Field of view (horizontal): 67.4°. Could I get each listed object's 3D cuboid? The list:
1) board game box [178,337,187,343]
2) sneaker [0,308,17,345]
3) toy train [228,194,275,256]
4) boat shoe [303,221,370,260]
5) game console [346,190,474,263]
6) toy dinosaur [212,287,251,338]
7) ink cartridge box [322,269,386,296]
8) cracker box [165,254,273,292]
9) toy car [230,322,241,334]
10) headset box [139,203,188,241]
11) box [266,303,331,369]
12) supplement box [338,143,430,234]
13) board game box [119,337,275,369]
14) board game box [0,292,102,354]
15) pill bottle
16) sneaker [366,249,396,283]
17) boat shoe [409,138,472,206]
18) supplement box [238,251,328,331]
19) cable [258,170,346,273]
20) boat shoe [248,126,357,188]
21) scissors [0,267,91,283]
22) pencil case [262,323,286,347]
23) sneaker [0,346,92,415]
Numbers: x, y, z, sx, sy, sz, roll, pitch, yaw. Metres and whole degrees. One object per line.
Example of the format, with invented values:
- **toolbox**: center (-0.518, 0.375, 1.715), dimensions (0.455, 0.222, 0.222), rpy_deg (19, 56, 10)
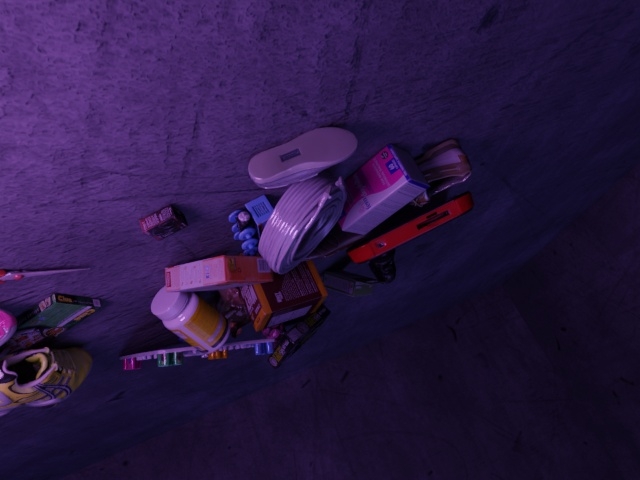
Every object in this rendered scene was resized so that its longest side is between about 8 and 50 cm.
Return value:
- **board game box**: center (-0.421, 0.334, 1.707), dimensions (0.133, 0.033, 0.168), rpy_deg (21, 142, -33)
- **sneaker**: center (-0.745, 0.216, 1.032), dimensions (0.252, 0.103, 0.111), rpy_deg (-23, 163, 11)
- **toy train**: center (-0.153, -0.028, 1.145), dimensions (0.105, 0.080, 0.184), rpy_deg (-27, 159, -14)
- **boat shoe**: center (0.000, 0.000, 1.315), dimensions (0.324, 0.123, 0.116), rpy_deg (-14, 160, -27)
- **game console**: center (0.257, -0.041, 1.469), dimensions (0.386, 0.060, 0.342), rpy_deg (-26, -177, 2)
- **toy dinosaur**: center (-0.256, 0.215, 1.526), dimensions (0.200, 0.127, 0.295), rpy_deg (-37, 162, 9)
- **ink cartridge box**: center (0.117, 0.157, 1.705), dimensions (0.209, 0.062, 0.108), rpy_deg (13, -172, 42)
- **cracker box**: center (-0.252, 0.084, 1.190), dimensions (0.232, 0.067, 0.155), rpy_deg (-13, 170, 37)
- **toy car**: center (-0.341, 0.319, 1.735), dimensions (0.121, 0.060, 0.040), rpy_deg (-7, 149, -38)
- **headset box**: center (-0.328, -0.034, 0.996), dimensions (0.083, 0.032, 0.062), rpy_deg (-28, 158, 1)
- **box**: center (-0.090, 0.407, 2.052), dimensions (0.270, 0.060, 0.216), rpy_deg (-32, 160, -48)
- **supplement box**: center (0.140, -0.122, 1.204), dimensions (0.220, 0.111, 0.113), rpy_deg (-39, 155, 28)
- **board game box**: center (-0.407, 0.377, 1.584), dimensions (0.389, 0.051, 0.389), rpy_deg (3, 165, -39)
- **board game box**: center (-0.677, 0.207, 1.164), dimensions (0.259, 0.030, 0.136), rpy_deg (-31, 155, 13)
- **pill bottle**: center (-0.354, 0.212, 1.316), dimensions (0.119, 0.119, 0.208), rpy_deg (-30, 130, 11)
- **sneaker**: center (0.232, 0.083, 1.683), dimensions (0.107, 0.124, 0.283), rpy_deg (-26, 169, -2)
- **boat shoe**: center (0.255, -0.147, 1.281), dimensions (0.302, 0.103, 0.113), rpy_deg (-32, 157, 16)
- **supplement box**: center (-0.118, 0.123, 1.363), dimensions (0.194, 0.192, 0.129), rpy_deg (-15, 156, -27)
- **cable**: center (-0.041, -0.042, 1.101), dimensions (0.257, 0.089, 0.257), rpy_deg (-51, 169, 0)
- **boat shoe**: center (-0.035, -0.165, 0.980), dimensions (0.227, 0.079, 0.081), rpy_deg (-19, 167, -5)
- **scissors**: center (-0.607, 0.066, 0.931), dimensions (0.296, 0.021, 0.109), rpy_deg (-11, 152, -29)
- **pencil case**: center (-0.187, 0.389, 2.031), dimensions (0.098, 0.095, 0.209), rpy_deg (-49, 166, -17)
- **sneaker**: center (-0.699, 0.340, 1.214), dimensions (0.147, 0.145, 0.384), rpy_deg (-35, 174, 9)
